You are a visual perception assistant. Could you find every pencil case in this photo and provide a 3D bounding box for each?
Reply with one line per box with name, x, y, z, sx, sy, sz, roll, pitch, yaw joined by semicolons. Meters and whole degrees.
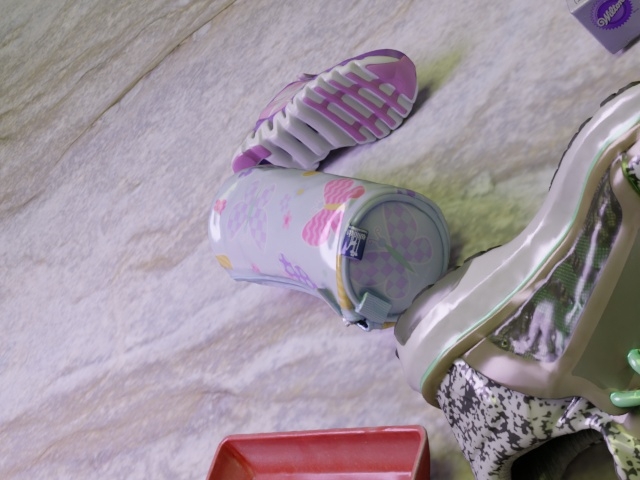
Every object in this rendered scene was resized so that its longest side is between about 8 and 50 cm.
pencil case;0.000;0.000;1.062;0.273;0.114;0.124;17;94;58

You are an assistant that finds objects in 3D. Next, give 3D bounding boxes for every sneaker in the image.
sneaker;0.198;0.050;0.687;0.410;0.158;0.182;-53;44;49
sneaker;0.004;-0.141;1.223;0.236;0.095;0.104;-31;30;37

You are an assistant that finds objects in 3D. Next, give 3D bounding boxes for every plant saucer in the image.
plant saucer;-0.028;0.272;0.893;0.258;0.048;0.259;-14;48;48

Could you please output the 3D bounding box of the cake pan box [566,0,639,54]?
cake pan box;0.304;-0.312;0.994;0.267;0.070;0.245;-37;33;29
